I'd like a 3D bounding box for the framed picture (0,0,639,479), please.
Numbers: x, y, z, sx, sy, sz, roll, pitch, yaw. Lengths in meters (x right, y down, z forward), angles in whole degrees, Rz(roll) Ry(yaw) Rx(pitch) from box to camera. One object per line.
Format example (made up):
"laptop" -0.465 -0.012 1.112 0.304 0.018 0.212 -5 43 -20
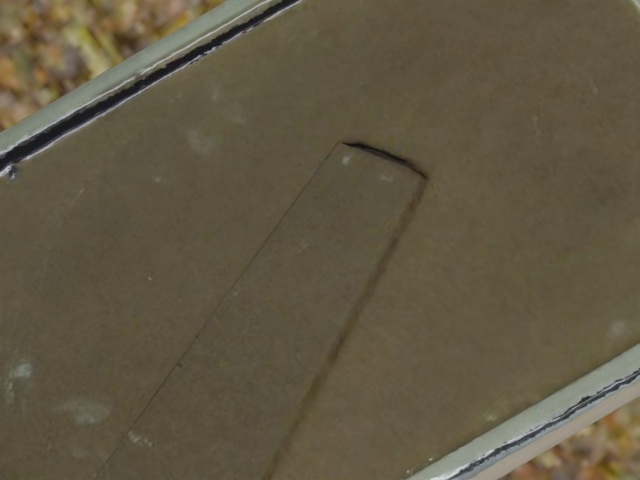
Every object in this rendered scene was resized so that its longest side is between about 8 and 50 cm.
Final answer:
"framed picture" 0.000 0.000 0.701 0.232 0.315 0.024 60 179 33
